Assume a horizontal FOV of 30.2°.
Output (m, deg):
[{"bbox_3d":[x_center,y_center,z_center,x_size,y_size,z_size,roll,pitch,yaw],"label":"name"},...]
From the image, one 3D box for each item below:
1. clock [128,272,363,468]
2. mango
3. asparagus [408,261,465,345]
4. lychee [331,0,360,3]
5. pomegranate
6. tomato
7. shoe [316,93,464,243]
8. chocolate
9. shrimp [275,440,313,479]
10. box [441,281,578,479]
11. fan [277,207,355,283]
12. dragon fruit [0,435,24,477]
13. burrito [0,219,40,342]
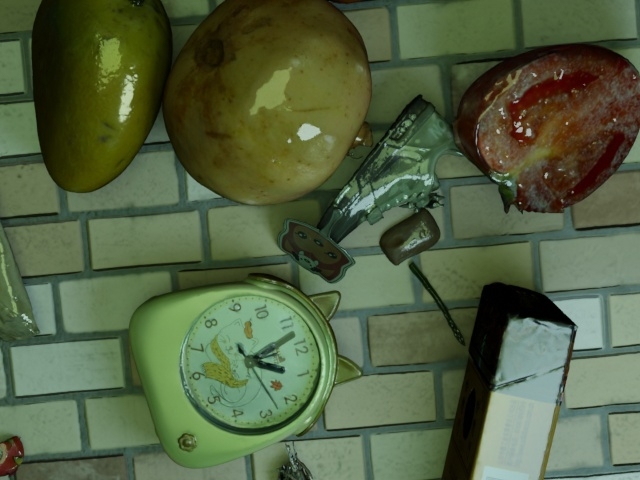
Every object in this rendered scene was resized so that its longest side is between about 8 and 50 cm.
[{"bbox_3d":[-0.116,0.195,1.918,0.348,0.117,0.286,-15,95,1],"label":"clock"},{"bbox_3d":[-0.351,-0.247,1.826,0.182,0.253,0.365,6,107,-42],"label":"mango"},{"bbox_3d":[0.195,0.105,1.957,0.016,0.016,0.163,-35,95,-23],"label":"asparagus"},{"bbox_3d":[0.034,-0.485,1.784,0.255,0.300,0.255,-15,112,-41],"label":"lychee"},{"bbox_3d":[-0.062,-0.210,1.795,0.338,0.338,0.338,0,95,1],"label":"pomegranate"},{"bbox_3d":[0.338,-0.201,1.852,0.308,0.170,0.309,-14,123,-23],"label":"tomato"},{"bbox_3d":[0.121,-0.078,1.892,0.149,0.109,0.293,37,95,-3],"label":"shoe"},{"bbox_3d":[0.145,-0.005,1.939,0.100,0.031,0.065,-29,90,5],"label":"chocolate"},{"bbox_3d":[-0.039,0.425,1.960,0.074,0.073,0.190,-3,94,14],"label":"shrimp"},{"bbox_3d":[0.281,0.289,1.851,0.115,0.264,0.416,11,98,0],"label":"box"},{"bbox_3d":[0.000,0.000,1.863,0.132,0.220,0.009,33,61,0],"label":"fan"},{"bbox_3d":[-0.531,0.367,1.968,0.083,0.056,0.060,-27,94,1],"label":"dragon fruit"},{"bbox_3d":[-0.527,0.034,1.936,0.082,0.059,0.275,-13,95,16],"label":"burrito"}]
